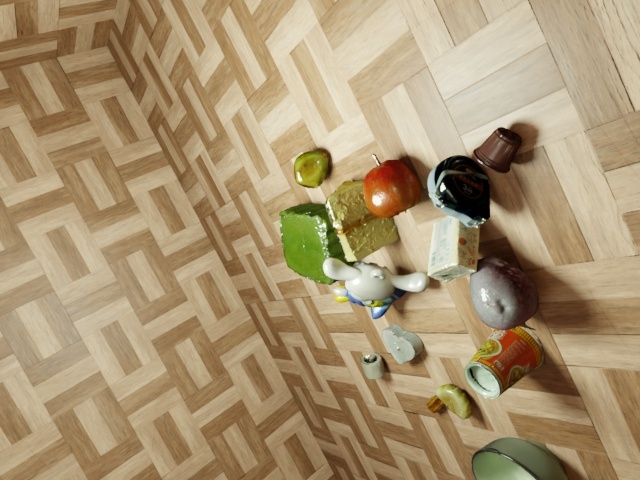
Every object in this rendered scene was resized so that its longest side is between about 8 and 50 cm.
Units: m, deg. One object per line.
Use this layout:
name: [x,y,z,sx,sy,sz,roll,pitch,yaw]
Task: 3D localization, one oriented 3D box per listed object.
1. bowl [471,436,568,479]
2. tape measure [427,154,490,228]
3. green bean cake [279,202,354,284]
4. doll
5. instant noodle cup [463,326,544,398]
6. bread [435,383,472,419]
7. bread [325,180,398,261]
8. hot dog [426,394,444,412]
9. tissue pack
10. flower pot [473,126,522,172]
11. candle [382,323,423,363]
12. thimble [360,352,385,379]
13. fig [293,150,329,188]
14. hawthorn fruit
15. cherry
bowl: [0.738,0.842,1.697,0.354,0.185,0.354,35,141,35]
tape measure: [0.397,-0.150,1.369,0.182,0.181,0.107,25,150,-15]
green bean cake: [0.000,0.000,2.061,0.335,0.218,0.319,15,120,42]
doll: [0.202,0.173,1.878,0.376,0.187,0.366,26,158,10]
instant noodle cup: [0.574,0.388,1.529,0.193,0.212,0.193,35,141,35]
bread: [0.539,0.626,1.907,0.157,0.083,0.094,28,134,39]
bread: [0.114,-0.076,1.783,0.198,0.236,0.263,-1,114,55]
hot dog: [0.503,0.700,2.065,0.062,0.038,0.144,48,145,25]
tissue pack: [0.413,0.016,1.473,0.092,0.196,0.148,20,155,-18]
flower pot: [0.473,-0.245,1.260,0.111,0.111,0.089,45,134,24]
candle: [0.352,0.455,2.049,0.192,0.068,0.169,25,132,46]
thimble: [0.251,0.598,2.283,0.115,0.102,0.090,-1,114,48]
fig: [-0.037,-0.289,1.919,0.144,0.154,0.166,46,126,7]
hawthorn fruit: [0.223,-0.187,1.585,0.196,0.196,0.226,-33,79,59]
cherry: [0.538,0.165,1.408,0.266,0.183,0.213,59,-168,17]
